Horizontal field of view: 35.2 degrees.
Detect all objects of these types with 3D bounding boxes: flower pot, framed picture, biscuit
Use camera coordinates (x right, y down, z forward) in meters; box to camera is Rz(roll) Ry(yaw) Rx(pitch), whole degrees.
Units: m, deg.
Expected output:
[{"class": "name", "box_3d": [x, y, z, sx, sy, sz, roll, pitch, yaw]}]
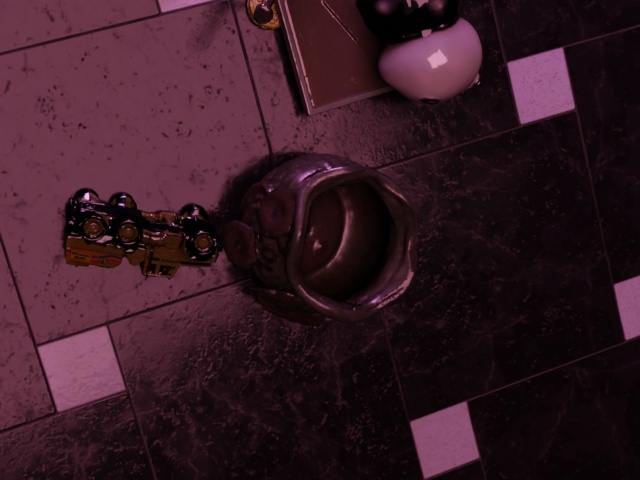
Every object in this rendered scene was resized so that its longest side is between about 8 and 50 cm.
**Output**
[{"class": "flower pot", "box_3d": [0.000, 0.000, 1.706, 0.302, 0.213, 0.302, -5, 100, -30]}, {"class": "framed picture", "box_3d": [0.038, -0.405, 1.779, 0.240, 0.020, 0.324, -21, 103, -21]}, {"class": "biscuit", "box_3d": [-0.086, -0.409, 1.754, 0.084, 0.023, 0.084, -2, 97, -16]}]

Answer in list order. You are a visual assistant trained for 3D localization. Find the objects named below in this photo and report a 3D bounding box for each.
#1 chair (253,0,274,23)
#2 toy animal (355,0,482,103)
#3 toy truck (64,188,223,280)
[{"class": "chair", "box_3d": [0.037, -0.615, 1.520, 0.362, 0.410, 0.364, -11, 127, 8]}, {"class": "toy animal", "box_3d": [0.180, -0.351, 1.745, 0.187, 0.165, 0.235, -30, 107, -23]}, {"class": "toy truck", "box_3d": [-0.299, 0.001, 1.692, 0.257, 0.127, 0.127, 5, 110, -18]}]
